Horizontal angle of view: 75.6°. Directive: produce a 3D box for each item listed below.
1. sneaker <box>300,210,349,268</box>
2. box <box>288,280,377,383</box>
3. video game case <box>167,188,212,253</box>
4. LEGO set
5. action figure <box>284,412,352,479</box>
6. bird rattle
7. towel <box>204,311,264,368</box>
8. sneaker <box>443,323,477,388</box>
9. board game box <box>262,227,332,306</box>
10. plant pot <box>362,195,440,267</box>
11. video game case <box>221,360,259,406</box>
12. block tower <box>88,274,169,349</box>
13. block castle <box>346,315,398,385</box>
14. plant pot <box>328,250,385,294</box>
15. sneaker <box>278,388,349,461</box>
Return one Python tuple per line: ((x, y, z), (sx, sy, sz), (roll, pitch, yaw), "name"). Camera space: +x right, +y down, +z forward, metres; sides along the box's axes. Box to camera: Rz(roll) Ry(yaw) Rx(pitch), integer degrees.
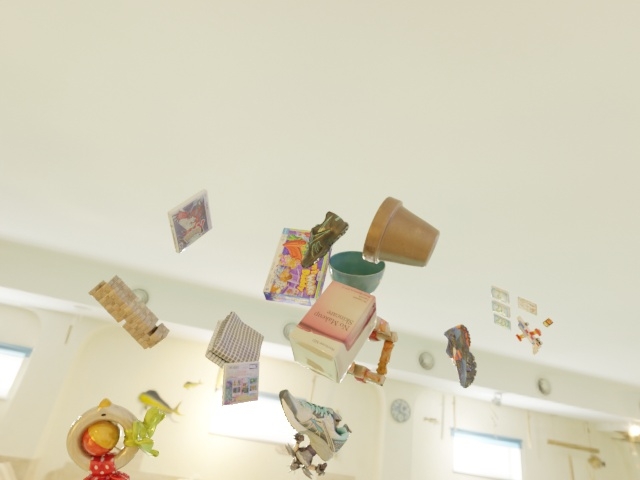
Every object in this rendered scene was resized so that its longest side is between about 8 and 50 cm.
((0.000, 0.000, 1.629), (0.106, 0.101, 0.267), (45, -68, 9), "sneaker")
((0.041, 0.248, 1.153), (0.149, 0.232, 0.126), (18, -44, 27), "box")
((-0.493, -0.075, 1.582), (0.023, 0.201, 0.183), (18, -51, 21), "video game case")
((0.705, 0.286, 1.475), (0.244, 0.060, 0.182), (28, -42, 56), "LEGO set")
((-0.017, 0.800, 1.606), (0.185, 0.285, 0.099), (51, -8, 0), "action figure")
((-0.508, 0.497, 1.002), (0.207, 0.253, 0.143), (46, 3, -10), "bird rattle")
((-0.397, 0.495, 1.966), (0.235, 0.283, 0.121), (37, -66, -15), "towel")
((0.502, 0.418, 1.491), (0.083, 0.220, 0.087), (15, -26, -41), "sneaker")
((-0.088, 0.110, 1.808), (0.234, 0.346, 0.078), (6, -37, 11), "board game box")
((0.312, -0.007, 1.547), (0.230, 0.262, 0.263), (24, -22, 19), "plant pot")
((-0.286, 0.515, 1.491), (0.019, 0.143, 0.157), (-9, -16, 40), "video game case")
((-0.766, 0.291, 1.669), (0.097, 0.091, 0.335), (-36, -74, 9), "block tower")
((0.133, 0.477, 1.933), (0.453, 0.302, 0.213), (33, -22, -34), "block castle")
((0.181, 0.200, 2.122), (0.291, 0.290, 0.195), (5, -67, 8), "plant pot")
((-0.020, 0.556, 1.306), (0.283, 0.122, 0.110), (51, -3, -15), "sneaker")
